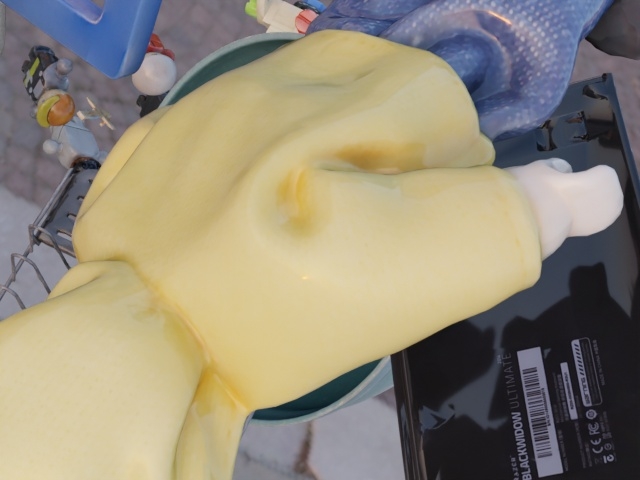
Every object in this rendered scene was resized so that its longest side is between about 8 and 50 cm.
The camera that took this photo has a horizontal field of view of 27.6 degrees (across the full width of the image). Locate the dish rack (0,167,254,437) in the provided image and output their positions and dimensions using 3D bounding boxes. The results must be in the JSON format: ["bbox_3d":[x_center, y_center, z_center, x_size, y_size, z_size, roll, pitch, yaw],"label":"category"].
[{"bbox_3d":[-0.129,0.077,0.801,0.208,0.074,0.271,25,67,5],"label":"dish rack"}]

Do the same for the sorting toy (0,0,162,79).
[{"bbox_3d":[-0.170,-0.170,0.456,0.348,0.196,0.047,22,28,28],"label":"sorting toy"}]

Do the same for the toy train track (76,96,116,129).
[{"bbox_3d":[-0.260,-0.140,1.484,0.048,0.014,0.083,51,12,3],"label":"toy train track"}]

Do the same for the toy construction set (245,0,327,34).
[{"bbox_3d":[0.015,-0.254,1.536,0.328,0.151,0.215,43,0,14],"label":"toy construction set"}]

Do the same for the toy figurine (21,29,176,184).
[{"bbox_3d":[-0.283,-0.179,1.767,0.209,0.213,0.148,-22,51,-10],"label":"toy figurine"}]

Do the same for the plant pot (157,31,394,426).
[{"bbox_3d":[0.014,-0.004,1.044,0.196,0.293,0.293,5,55,-53],"label":"plant pot"}]

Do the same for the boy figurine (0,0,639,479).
[{"bbox_3d":[0.002,-0.008,0.381,0.285,0.177,0.092,-51,127,-25],"label":"boy figurine"}]

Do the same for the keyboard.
[{"bbox_3d":[0.131,0.066,0.534,0.033,0.201,0.317,53,27,-57],"label":"keyboard"}]
